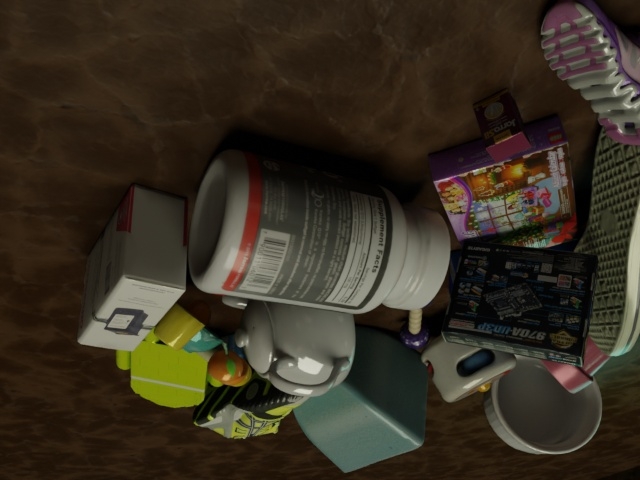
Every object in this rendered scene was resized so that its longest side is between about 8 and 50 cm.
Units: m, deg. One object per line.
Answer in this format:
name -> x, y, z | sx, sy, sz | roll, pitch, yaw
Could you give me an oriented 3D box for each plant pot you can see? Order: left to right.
plant pot -> 0.072, 0.338, 1.516 | 0.252, 0.247, 0.247 | 41, 128, -22
plant pot -> 0.566, 0.203, 1.438 | 0.180, 0.201, 0.201 | -40, 136, 19

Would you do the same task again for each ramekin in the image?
ramekin -> 0.551, 0.406, 1.667 | 0.277, 0.277, 0.135 | -3, 155, -5

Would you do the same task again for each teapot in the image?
teapot -> -0.063, 0.171, 1.200 | 0.187, 0.253, 0.256 | -4, 162, -27

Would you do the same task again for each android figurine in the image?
android figurine -> -0.324, 0.270, 1.428 | 0.248, 0.056, 0.273 | 10, 129, 0

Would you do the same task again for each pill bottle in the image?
pill bottle -> 0.000, 0.000, 1.002 | 0.362, 0.210, 0.210 | 11, 143, -25

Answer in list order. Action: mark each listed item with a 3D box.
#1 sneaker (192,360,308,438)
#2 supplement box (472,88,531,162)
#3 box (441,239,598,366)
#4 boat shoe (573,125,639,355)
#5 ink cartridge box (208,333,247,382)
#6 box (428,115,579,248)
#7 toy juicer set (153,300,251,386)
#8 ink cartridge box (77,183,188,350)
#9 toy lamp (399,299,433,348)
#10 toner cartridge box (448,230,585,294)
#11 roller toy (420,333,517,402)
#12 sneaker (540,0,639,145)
sneaker -> -0.123, 0.345, 1.439 | 0.147, 0.145, 0.384 | 36, 140, -24
supplement box -> 0.252, -0.159, 0.914 | 0.055, 0.083, 0.043 | -25, 143, 24
box -> 0.323, 0.096, 1.066 | 0.220, 0.175, 0.051 | 7, 154, 26
boat shoe -> 0.521, 0.002, 1.065 | 0.155, 0.187, 0.500 | -14, 129, -7
ink cartridge box -> -0.236, 0.277, 1.520 | 0.181, 0.062, 0.104 | -17, 144, 16
box -> 0.312, -0.066, 1.089 | 0.200, 0.057, 0.293 | -16, 146, 17
toy juicer set -> -0.207, 0.174, 1.205 | 0.209, 0.089, 0.329 | 40, 169, -12
ink cartridge box -> -0.305, 0.052, 1.063 | 0.100, 0.172, 0.237 | 16, 141, -29
toy lamp -> 0.199, 0.143, 1.373 | 0.080, 0.080, 0.275 | -8, 146, 3
toner cartridge box -> 0.434, 0.067, 1.298 | 0.347, 0.075, 0.165 | -9, 148, 5
roller toy -> 0.336, 0.276, 1.489 | 0.191, 0.146, 0.209 | -8, 151, -42
sneaker -> 0.373, -0.230, 0.832 | 0.236, 0.105, 0.095 | 41, 169, -26
